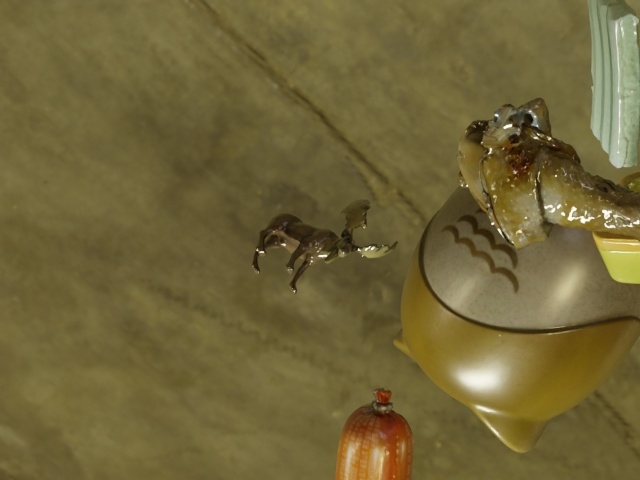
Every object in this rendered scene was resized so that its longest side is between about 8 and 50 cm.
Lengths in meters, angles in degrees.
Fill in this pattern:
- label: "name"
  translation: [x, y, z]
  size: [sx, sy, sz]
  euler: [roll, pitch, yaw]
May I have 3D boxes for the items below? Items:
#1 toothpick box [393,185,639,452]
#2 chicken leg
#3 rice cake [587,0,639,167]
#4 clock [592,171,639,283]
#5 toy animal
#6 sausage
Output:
- label: "toothpick box"
  translation: [0.349, 0.101, 1.913]
  size: [0.409, 0.409, 0.425]
  euler: [30, 104, 2]
- label: "chicken leg"
  translation: [0.206, -0.042, 0.960]
  size: [0.196, 0.080, 0.125]
  euler: [39, 125, 14]
- label: "rice cake"
  translation: [0.388, -0.222, 1.453]
  size: [0.043, 0.127, 0.237]
  euler: [-11, 127, -1]
- label: "clock"
  translation: [0.462, -0.016, 1.387]
  size: [0.202, 0.143, 0.096]
  euler: [4, 133, 42]
- label: "toy animal"
  translation: [0.000, 0.000, 1.818]
  size: [0.214, 0.186, 0.094]
  euler: [27, 145, 33]
- label: "sausage"
  translation: [0.058, 0.322, 1.268]
  size: [0.093, 0.093, 0.312]
  euler: [7, 97, 29]
